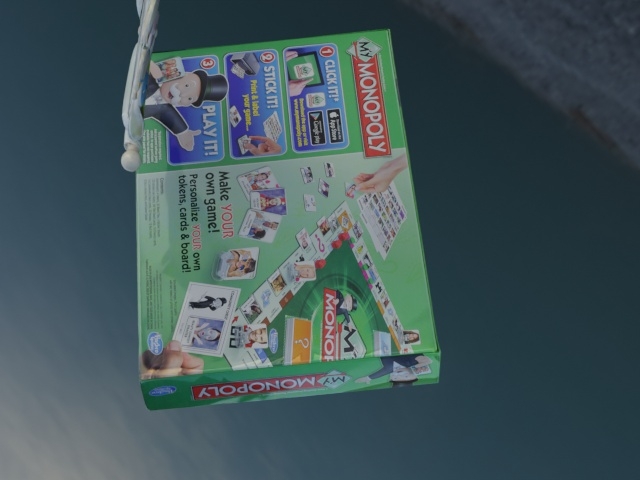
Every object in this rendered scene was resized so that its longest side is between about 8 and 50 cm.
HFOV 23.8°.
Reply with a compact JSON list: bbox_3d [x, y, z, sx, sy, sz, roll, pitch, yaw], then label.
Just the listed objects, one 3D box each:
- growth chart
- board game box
[{"bbox_3d":[-0.116,-0.156,1.045,0.021,0.172,0.237,8,146,-9],"label":"growth chart"},{"bbox_3d":[-0.034,-0.025,1.163,0.046,0.213,0.317,86,178,-53],"label":"board game box"}]
